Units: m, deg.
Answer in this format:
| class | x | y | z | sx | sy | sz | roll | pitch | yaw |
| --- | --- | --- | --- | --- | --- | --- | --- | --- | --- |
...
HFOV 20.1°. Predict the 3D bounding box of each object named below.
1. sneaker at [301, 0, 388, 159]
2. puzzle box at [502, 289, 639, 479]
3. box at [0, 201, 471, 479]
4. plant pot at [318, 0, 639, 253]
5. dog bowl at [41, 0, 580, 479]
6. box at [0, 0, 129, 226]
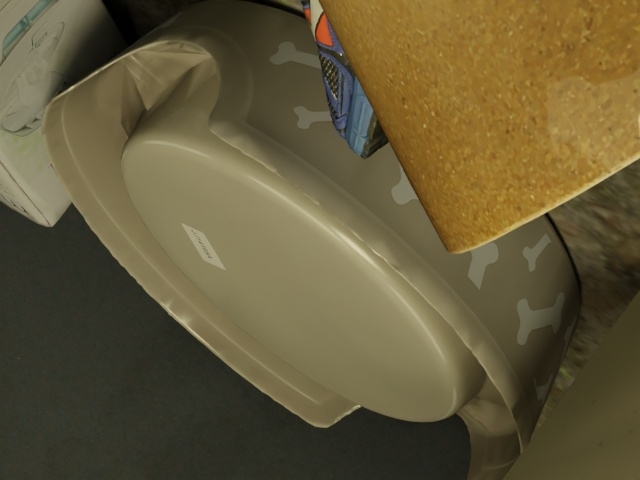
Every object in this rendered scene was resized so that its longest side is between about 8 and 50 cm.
| class | x | y | z | sx | sy | sz | roll | pitch | yaw |
| --- | --- | --- | --- | --- | --- | --- | --- | --- | --- |
| sneaker | 0.024 | -0.121 | 0.832 | 0.087 | 0.083 | 0.221 | 44 | 157 | 24 |
| puzzle box | 0.139 | 0.167 | 0.745 | 0.052 | 0.409 | 0.272 | 47 | 159 | -22 |
| box | -0.140 | 0.189 | 1.451 | 0.480 | 0.297 | 0.472 | 40 | 158 | -2 |
| plant pot | 0.060 | -0.166 | 0.486 | 0.254 | 0.237 | 0.237 | 55 | 159 | -2 |
| dog bowl | 0.000 | 0.000 | 1.073 | 0.348 | 0.102 | 0.349 | 34 | 159 | 15 |
| box | -0.265 | -0.153 | 1.131 | 0.262 | 0.127 | 0.231 | 30 | 167 | 22 |
